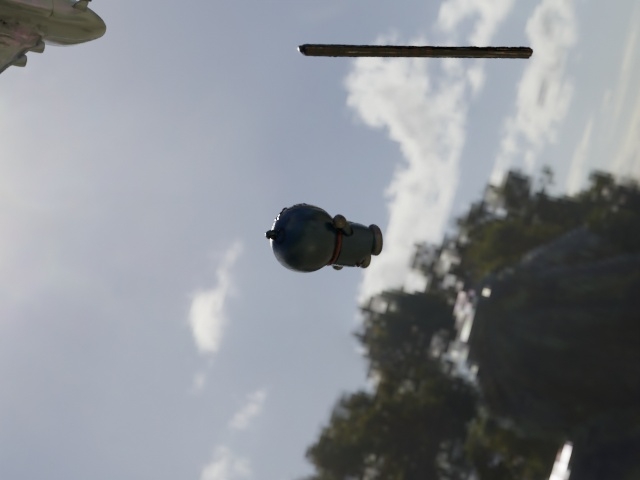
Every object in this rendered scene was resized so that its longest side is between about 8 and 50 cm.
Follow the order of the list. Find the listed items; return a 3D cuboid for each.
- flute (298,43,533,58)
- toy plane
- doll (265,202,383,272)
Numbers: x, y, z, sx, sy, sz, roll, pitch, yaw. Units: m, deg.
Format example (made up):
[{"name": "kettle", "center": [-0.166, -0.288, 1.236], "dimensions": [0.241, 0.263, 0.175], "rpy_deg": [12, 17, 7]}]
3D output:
[{"name": "flute", "center": [0.095, -0.178, 1.381], "dimensions": [0.269, 0.014, 0.014], "rpy_deg": [-4, -63, -33]}, {"name": "toy plane", "center": [-0.382, -0.284, 1.793], "dimensions": [0.101, 0.255, 0.251], "rpy_deg": [125, 144, -51]}, {"name": "doll", "center": [0.000, 0.000, 1.840], "dimensions": [0.114, 0.152, 0.085], "rpy_deg": [126, 142, -48]}]
